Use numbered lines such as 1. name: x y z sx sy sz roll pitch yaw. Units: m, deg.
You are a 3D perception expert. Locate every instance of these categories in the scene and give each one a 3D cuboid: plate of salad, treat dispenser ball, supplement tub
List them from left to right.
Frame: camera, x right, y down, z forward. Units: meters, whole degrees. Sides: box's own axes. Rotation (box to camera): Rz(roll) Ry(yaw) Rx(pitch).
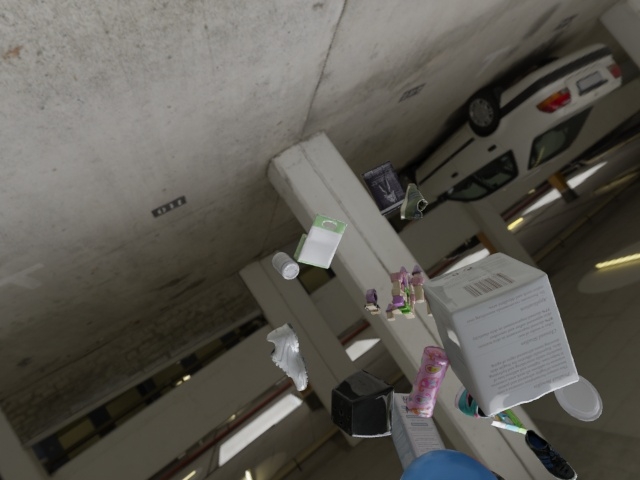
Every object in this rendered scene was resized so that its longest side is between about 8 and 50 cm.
1. supplement tub: -0.130 0.094 1.605 0.071 0.071 0.107 -33 -147 -13
2. treat dispenser ball: 0.333 0.687 1.087 0.288 0.288 0.288 -34 174 -4
3. plate of salad: 1.070 0.653 1.798 0.199 0.200 0.048 -32 152 -28

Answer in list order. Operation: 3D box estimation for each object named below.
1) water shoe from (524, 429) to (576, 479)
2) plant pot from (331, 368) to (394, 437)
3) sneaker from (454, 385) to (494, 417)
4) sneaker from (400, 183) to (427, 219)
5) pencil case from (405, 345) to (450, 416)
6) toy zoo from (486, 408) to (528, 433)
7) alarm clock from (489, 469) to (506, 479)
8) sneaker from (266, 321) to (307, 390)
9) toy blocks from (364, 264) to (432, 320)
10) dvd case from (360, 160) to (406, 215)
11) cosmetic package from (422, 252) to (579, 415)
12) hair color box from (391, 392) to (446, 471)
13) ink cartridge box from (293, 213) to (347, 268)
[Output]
1. water shoe: 0.832 0.788 1.574 0.072 0.080 0.203 -37 -143 -10
2. plant pot: 0.140 0.608 1.573 0.166 0.188 0.187 -4 -171 -34
3. sneaker: 0.660 0.571 1.692 0.296 0.123 0.178 -61 -163 -5
4. sneaker: 0.357 -0.143 1.605 0.086 0.064 0.192 5 -137 23
5. pencil case: 0.435 0.572 1.749 0.124 0.124 0.285 -19 127 -68
6. toy zoo: 0.933 0.917 2.284 0.030 0.293 0.192 -63 -160 15
7. alarm clock: 0.622 0.871 1.469 0.064 0.130 0.192 -36 -150 -27
8. sneaker: -0.134 0.488 1.781 0.129 0.298 0.111 -19 -172 -8
9. toy blocks: 0.412 0.243 2.219 0.308 0.260 0.288 -13 149 24
10. dvd case: 0.309 -0.249 2.041 0.164 0.221 0.018 -28 179 -14
11. cosmetic package: 0.600 0.305 1.491 0.329 0.394 0.327 -21 -169 0
12. hair color box: 0.432 0.890 1.958 0.185 0.375 0.114 11 125 -24
13. ink cartridge box: 0.000 0.000 1.949 0.056 0.171 0.235 41 -68 59
